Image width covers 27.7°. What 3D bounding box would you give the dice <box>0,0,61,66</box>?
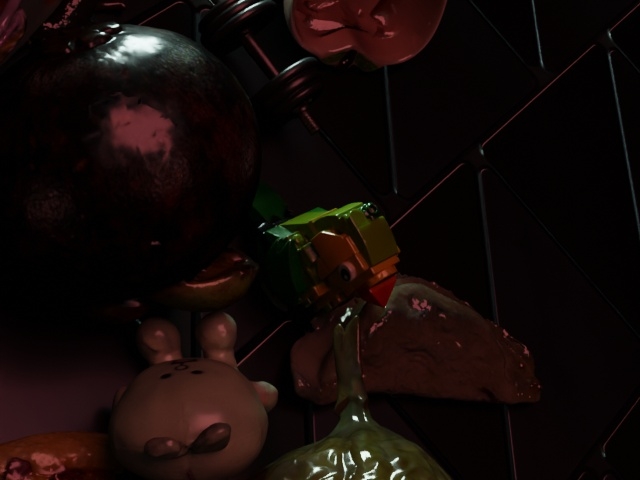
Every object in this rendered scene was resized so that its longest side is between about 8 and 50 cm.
[{"bbox_3d":[-0.350,-0.301,1.180,0.243,0.259,0.251,41,69,-7],"label":"dice"}]

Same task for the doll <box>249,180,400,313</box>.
[{"bbox_3d":[0.002,0.008,1.322,0.106,0.186,0.134,-24,108,-38],"label":"doll"}]

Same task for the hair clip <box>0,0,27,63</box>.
[{"bbox_3d":[-0.345,-0.064,1.099,0.095,0.110,0.359,30,92,18],"label":"hair clip"}]

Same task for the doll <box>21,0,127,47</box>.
[{"bbox_3d":[-0.285,-0.268,1.369,0.139,0.057,0.165,51,56,-2],"label":"doll"}]

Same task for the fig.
[{"bbox_3d":[0.035,0.231,1.139,0.286,0.286,0.369,16,64,-23],"label":"fig"}]

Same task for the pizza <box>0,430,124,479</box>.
[{"bbox_3d":[-0.247,0.281,1.080,0.289,0.081,0.229,-25,80,-39],"label":"pizza"}]

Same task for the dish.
[{"bbox_3d":[0.045,-0.306,1.540,0.213,0.213,0.090,2,32,-31],"label":"dish"}]

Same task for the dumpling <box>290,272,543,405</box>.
[{"bbox_3d":[0.113,0.095,1.399,0.332,0.086,0.166,5,66,-34],"label":"dumpling"}]

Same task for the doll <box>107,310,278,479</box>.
[{"bbox_3d":[-0.111,0.153,1.149,0.154,0.275,0.113,-5,107,-5],"label":"doll"}]

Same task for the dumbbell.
[{"bbox_3d":[-0.066,-0.203,1.436,0.099,0.099,0.208,-34,86,-39],"label":"dumbbell"}]

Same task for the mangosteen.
[{"bbox_3d":[-0.183,-0.058,1.194,0.288,0.288,0.288,14,59,-25],"label":"mangosteen"}]
